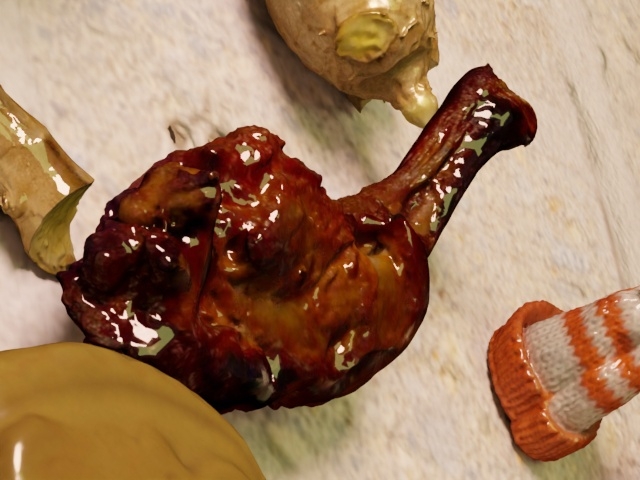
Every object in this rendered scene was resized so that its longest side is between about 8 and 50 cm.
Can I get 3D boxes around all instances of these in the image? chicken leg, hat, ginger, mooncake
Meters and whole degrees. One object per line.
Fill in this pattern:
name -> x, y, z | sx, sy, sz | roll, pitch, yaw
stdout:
chicken leg -> 0.000, 0.000, 1.054 | 0.407, 0.096, 0.158 | -25, 118, -52
hat -> 0.189, 0.061, 1.247 | 0.093, 0.162, 0.112 | 46, 32, -21
ginger -> -0.149, -0.045, 0.941 | 0.137, 0.044, 0.057 | 54, 51, -13
ginger -> 0.016, -0.159, 1.208 | 0.216, 0.102, 0.157 | 65, 4, 11
mooncake -> -0.095, 0.149, 0.815 | 0.235, 0.117, 0.235 | 31, 45, -37
